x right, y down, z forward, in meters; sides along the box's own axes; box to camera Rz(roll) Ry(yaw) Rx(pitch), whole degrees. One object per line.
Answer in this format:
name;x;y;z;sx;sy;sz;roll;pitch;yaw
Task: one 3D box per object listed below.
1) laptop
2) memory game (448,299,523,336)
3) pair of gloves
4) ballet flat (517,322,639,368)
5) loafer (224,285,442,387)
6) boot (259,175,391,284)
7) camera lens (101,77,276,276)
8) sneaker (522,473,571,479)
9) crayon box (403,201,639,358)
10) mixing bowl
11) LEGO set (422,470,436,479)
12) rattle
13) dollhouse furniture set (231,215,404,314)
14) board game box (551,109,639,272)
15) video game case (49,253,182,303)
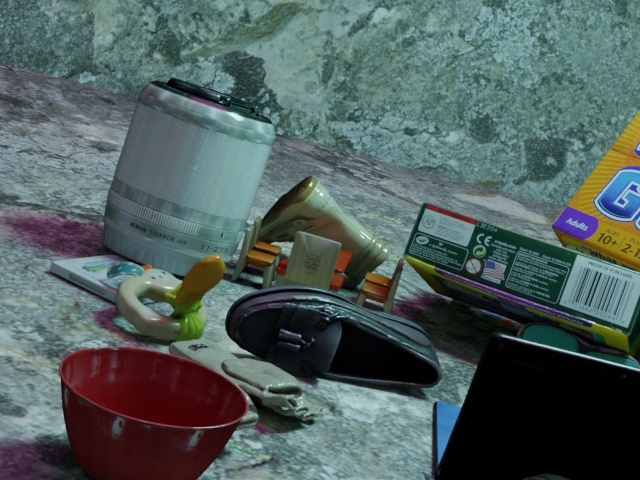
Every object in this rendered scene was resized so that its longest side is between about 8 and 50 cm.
laptop;0.338;0.201;1.309;0.381;0.408;0.236;14;46;2
memory game;0.315;0.137;2.044;0.186;0.012;0.186;15;12;-3
pair of gloves;-0.129;0.170;1.318;0.204;0.042;0.240;18;11;28
ballet flat;0.396;0.185;1.832;0.221;0.077;0.079;17;-6;-14
loafer;0.026;0.134;1.525;0.302;0.109;0.095;13;17;-24
boot;0.000;0.000;2.051;0.203;0.095;0.262;39;-28;-10
camera lens;-0.205;-0.100;1.804;0.219;0.274;0.219;19;7;-2
sneaker;0.257;0.309;1.076;0.282;0.102;0.161;13;11;44
crayon box;0.343;0.072;1.876;0.362;0.106;0.313;20;-6;19
mixing bowl;-0.168;0.179;1.100;0.181;0.098;0.181;15;12;-3
LEGO set;0.127;0.279;0.806;0.254;0.192;0.331;3;17;-43
rattle;-0.210;0.036;1.542;0.130;0.143;0.200;-2;31;-17
dollhouse furniture set;0.000;0.036;1.826;0.262;0.135;0.259;16;13;4
board game box;0.688;-0.001;1.998;0.356;0.356;0.356;28;-15;44
video game case;-0.284;0.055;1.674;0.143;0.019;0.157;22;14;27
